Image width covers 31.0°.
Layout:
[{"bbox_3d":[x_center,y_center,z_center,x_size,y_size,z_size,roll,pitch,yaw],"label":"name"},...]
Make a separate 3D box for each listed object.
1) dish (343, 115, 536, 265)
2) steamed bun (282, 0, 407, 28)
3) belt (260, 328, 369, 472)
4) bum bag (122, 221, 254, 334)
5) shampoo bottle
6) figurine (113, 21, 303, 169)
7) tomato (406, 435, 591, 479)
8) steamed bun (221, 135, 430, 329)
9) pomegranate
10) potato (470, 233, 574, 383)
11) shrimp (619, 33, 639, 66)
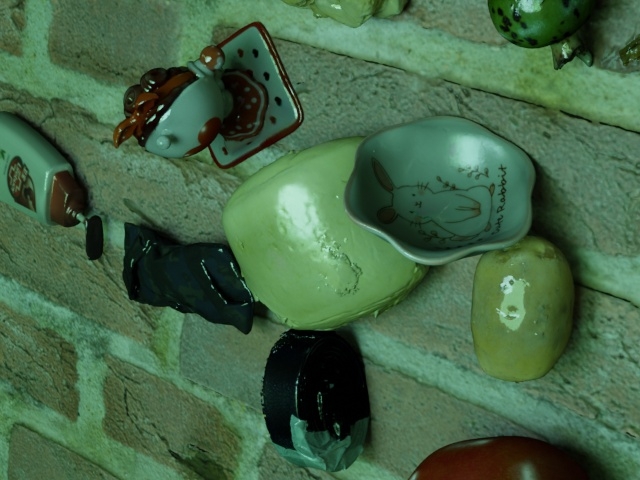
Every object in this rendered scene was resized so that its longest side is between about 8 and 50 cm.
[{"bbox_3d":[0.138,-0.041,1.341,0.229,0.229,0.081,35,149,25],"label":"dish"},{"bbox_3d":[0.019,-0.353,1.381,0.178,0.106,0.192,21,113,31],"label":"steamed bun"},{"bbox_3d":[-0.005,0.217,1.533,0.078,0.151,0.198,0,113,38],"label":"belt"},{"bbox_3d":[-0.203,0.051,1.690,0.310,0.074,0.137,10,121,42],"label":"bum bag"},{"bbox_3d":[-0.446,-0.081,1.846,0.284,0.071,0.153,37,124,26],"label":"shampoo bottle"},{"bbox_3d":[-0.177,-0.171,1.509,0.183,0.226,0.160,-27,87,40],"label":"figurine"},{"bbox_3d":[0.221,0.367,1.346,0.299,0.226,0.298,-18,69,57],"label":"tomato"},{"bbox_3d":[0.000,0.000,1.458,0.273,0.166,0.232,-21,88,39],"label":"steamed bun"},{"bbox_3d":[0.246,-0.244,1.235,0.122,0.122,0.161,-16,116,40],"label":"pomegranate"},{"bbox_3d":[0.233,0.078,1.335,0.118,0.109,0.178,27,120,52],"label":"potato"},{"bbox_3d":[0.394,-0.283,1.135,0.287,0.063,0.152,-36,78,36],"label":"shrimp"}]
